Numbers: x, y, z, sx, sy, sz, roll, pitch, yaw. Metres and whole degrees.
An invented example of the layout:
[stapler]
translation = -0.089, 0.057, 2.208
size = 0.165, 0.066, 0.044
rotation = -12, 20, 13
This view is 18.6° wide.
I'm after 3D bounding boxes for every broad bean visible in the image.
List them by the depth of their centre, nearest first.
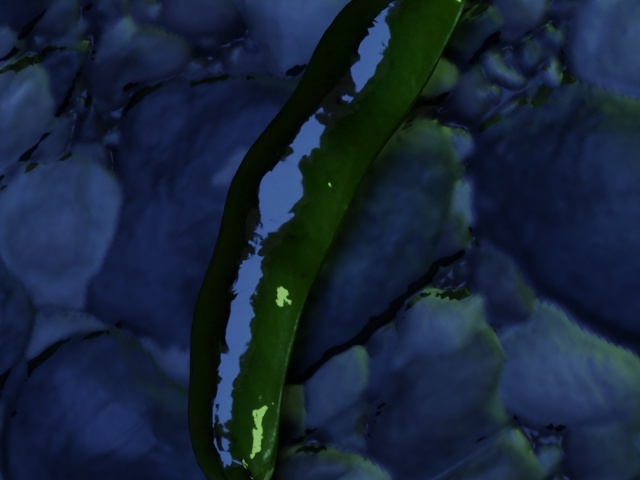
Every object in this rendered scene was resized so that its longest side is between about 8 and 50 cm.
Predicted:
[broad bean]
translation = -0.005, -0.001, 0.702
size = 0.069, 0.039, 0.227
rotation = 16, 89, 33
